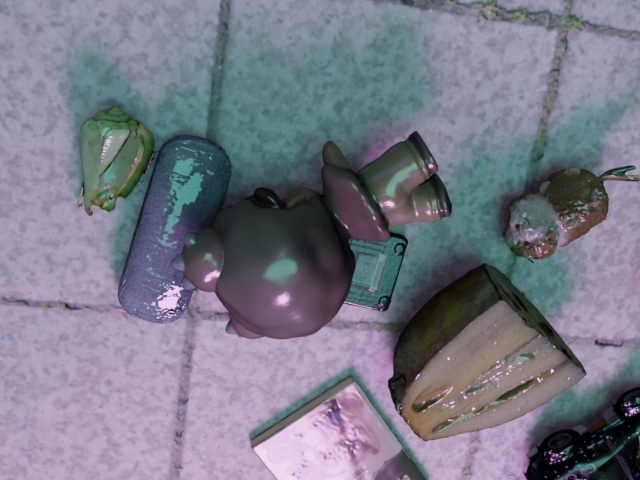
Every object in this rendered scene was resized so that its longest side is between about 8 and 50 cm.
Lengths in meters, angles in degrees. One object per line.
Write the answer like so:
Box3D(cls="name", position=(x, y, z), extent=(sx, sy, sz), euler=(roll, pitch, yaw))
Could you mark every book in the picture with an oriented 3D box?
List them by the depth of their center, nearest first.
Box3D(cls="book", position=(0.038, 0.376, 1.402), extent=(0.202, 0.027, 0.264), euler=(-33, 110, 0))

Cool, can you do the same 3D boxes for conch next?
Box3D(cls="conch", position=(-0.283, -0.106, 1.168), extent=(0.105, 0.079, 0.170), euler=(13, 120, -8))

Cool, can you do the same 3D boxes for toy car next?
Box3D(cls="toy car", position=(0.489, 0.374, 1.440), extent=(0.301, 0.118, 0.193), euler=(-28, 102, 0))

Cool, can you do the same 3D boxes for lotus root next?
Box3D(cls="lotus root", position=(0.227, 0.187, 1.317), extent=(0.260, 0.149, 0.267), euler=(-40, 127, 17))

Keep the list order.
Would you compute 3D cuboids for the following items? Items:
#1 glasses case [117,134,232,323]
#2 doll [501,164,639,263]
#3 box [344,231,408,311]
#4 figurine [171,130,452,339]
Box3D(cls="glasses case", position=(-0.210, -0.013, 1.211), extent=(0.109, 0.067, 0.283), euler=(15, 103, -18))
Box3D(cls="doll", position=(0.374, -0.056, 1.285), extent=(0.221, 0.105, 0.115), euler=(-38, 147, 3))
Box3D(cls="box", position=(0.063, 0.041, 1.300), extent=(0.125, 0.027, 0.126), euler=(12, 105, -14))
Box3D(cls="figurine", position=(0.001, -0.001, 1.174), extent=(0.380, 0.203, 0.248), euler=(-32, 143, 0))
